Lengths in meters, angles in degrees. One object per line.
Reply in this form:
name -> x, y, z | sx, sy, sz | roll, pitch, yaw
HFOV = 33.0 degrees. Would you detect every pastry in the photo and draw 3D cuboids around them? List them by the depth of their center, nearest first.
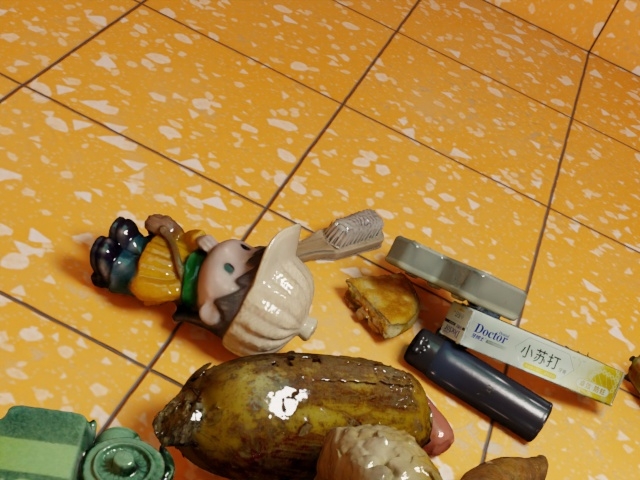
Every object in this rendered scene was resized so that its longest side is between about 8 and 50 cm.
pastry -> 0.078, 0.359, 1.228 | 0.136, 0.330, 0.330 | -5, 42, -16

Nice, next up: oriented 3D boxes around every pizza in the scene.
pizza -> 0.102, 0.103, 1.812 | 0.134, 0.046, 0.175 | 25, 29, 9

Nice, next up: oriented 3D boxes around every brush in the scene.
brush -> 0.000, 0.000, 1.877 | 0.327, 0.065, 0.070 | -17, 54, -43

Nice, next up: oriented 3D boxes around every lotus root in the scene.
lotus root -> -0.029, 0.238, 1.423 | 0.397, 0.196, 0.179 | 6, 69, -32

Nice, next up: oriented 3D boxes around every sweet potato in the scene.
sweet potato -> 0.244, 0.358, 1.520 | 0.097, 0.097, 0.292 | 37, 35, 17

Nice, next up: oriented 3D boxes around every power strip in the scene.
power strip -> 0.199, 0.052, 1.798 | 0.193, 0.059, 0.265 | 25, 1, -30

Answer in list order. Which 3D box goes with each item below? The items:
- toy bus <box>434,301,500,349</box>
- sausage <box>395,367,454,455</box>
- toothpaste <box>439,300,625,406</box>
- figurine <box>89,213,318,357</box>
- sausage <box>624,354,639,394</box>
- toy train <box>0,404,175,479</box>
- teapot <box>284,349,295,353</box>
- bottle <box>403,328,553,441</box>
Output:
toy bus -> 0.250, 0.147, 1.847 | 0.065, 0.047, 0.166 | 42, 39, 16
sausage -> 0.138, 0.254, 1.618 | 0.062, 0.062, 0.154 | -11, 48, -41
toothpaste -> 0.349, 0.184, 1.772 | 0.313, 0.071, 0.089 | 23, 2, -20
figurine -> -0.168, 0.071, 1.618 | 0.332, 0.204, 0.185 | 2, 31, 17
sausage -> 0.648, 0.315, 1.810 | 0.125, 0.117, 0.317 | -10, 47, -20
toy train -> -0.289, 0.327, 1.183 | 0.238, 0.167, 0.299 | 10, 34, -5
teapot -> -0.052, 0.192, 1.582 | 0.045, 0.068, 0.100 | 38, 1, 22
bottle -> 0.248, 0.226, 1.717 | 0.244, 0.072, 0.082 | 32, -7, 9
